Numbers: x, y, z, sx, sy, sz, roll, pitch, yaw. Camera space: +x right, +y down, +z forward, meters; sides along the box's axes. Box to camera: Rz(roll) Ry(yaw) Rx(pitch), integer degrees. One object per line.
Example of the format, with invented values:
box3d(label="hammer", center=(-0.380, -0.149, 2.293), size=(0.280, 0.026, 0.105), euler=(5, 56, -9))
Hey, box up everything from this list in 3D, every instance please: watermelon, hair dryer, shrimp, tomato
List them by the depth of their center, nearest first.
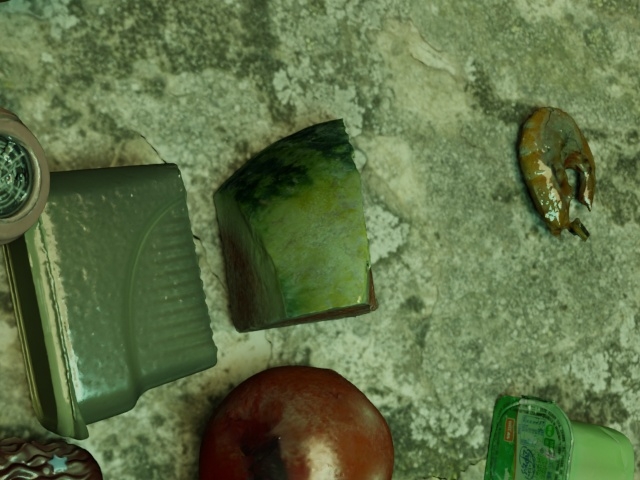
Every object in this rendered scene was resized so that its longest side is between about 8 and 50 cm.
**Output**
box3d(label="hair dryer", center=(-0.366, 0.056, 0.864), size=(0.125, 0.210, 0.353), euler=(9, 84, -57))
box3d(label="tomato", center=(-0.031, 0.238, 1.014), size=(0.184, 0.208, 0.208), euler=(-20, 96, -54))
box3d(label="watermelon", center=(0.000, 0.000, 1.065), size=(0.193, 0.232, 0.310), euler=(-6, 45, -22))
box3d(label="shrimp", center=(0.330, -0.089, 1.277), size=(0.132, 0.051, 0.188), euler=(-8, 88, -24))

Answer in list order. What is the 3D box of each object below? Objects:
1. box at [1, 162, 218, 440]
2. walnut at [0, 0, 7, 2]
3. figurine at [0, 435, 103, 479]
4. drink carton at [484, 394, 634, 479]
box3d(label="box", center=(-0.219, 0.053, 0.987), size=(0.178, 0.138, 0.274), euler=(-12, 93, -28))
box3d(label="walnut", center=(-0.318, -0.400, 0.864), size=(0.397, 0.308, 0.354), euler=(-24, 118, -24))
box3d(label="figurine", center=(-0.333, 0.261, 0.932), size=(0.240, 0.115, 0.175), euler=(-7, 90, -24))
box3d(label="drink carton", center=(0.312, 0.282, 1.207), size=(0.142, 0.144, 0.146), euler=(15, 82, -28))
